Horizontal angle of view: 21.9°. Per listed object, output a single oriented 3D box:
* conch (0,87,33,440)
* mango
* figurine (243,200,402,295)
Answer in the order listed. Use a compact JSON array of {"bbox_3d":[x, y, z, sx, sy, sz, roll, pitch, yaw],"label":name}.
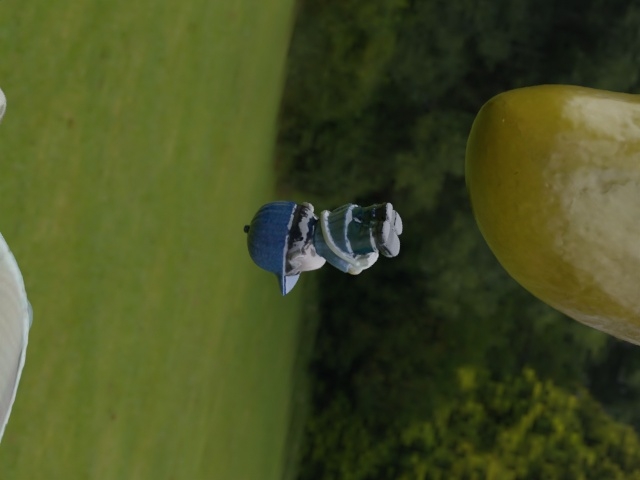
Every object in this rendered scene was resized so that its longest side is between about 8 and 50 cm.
[{"bbox_3d":[-0.211,0.020,0.681,0.169,0.203,0.386,19,-85,63],"label":"conch"},{"bbox_3d":[0.250,-0.009,1.128,0.142,0.331,0.195,-100,-161,-54],"label":"mango"},{"bbox_3d":[0.000,0.000,1.596,0.087,0.149,0.086,49,41,-46],"label":"figurine"}]
